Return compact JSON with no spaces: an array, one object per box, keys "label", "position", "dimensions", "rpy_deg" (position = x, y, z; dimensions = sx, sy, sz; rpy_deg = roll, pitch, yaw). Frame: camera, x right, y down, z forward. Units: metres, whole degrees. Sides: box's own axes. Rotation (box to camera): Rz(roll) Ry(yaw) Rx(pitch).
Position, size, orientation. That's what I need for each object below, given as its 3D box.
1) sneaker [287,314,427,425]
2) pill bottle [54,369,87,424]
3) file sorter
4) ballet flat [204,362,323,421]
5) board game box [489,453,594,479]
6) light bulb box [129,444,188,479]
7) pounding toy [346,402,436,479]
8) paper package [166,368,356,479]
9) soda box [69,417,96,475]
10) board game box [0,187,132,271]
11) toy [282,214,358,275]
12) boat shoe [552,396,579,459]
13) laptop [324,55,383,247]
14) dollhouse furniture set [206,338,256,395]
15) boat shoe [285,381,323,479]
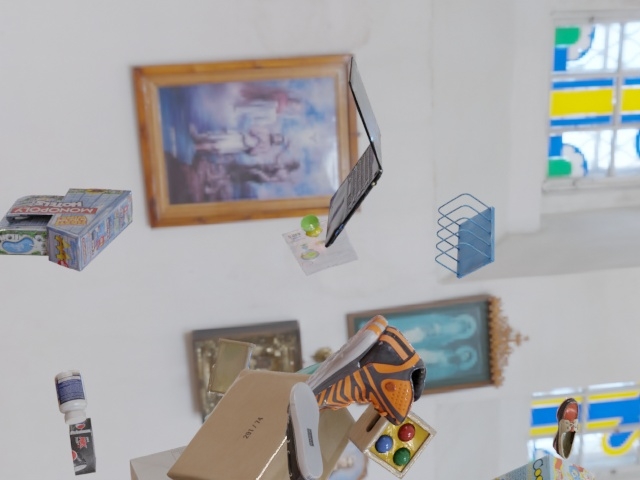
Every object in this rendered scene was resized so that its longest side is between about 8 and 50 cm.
[{"label":"sneaker","position":[0.074,0.295,1.501],"dimensions":[0.321,0.180,0.124],"rpy_deg":[-47,178,39]},{"label":"pill bottle","position":[-0.602,0.380,1.915],"dimensions":[0.067,0.067,0.120],"rpy_deg":[100,-26,-61]},{"label":"file sorter","position":[0.360,-0.016,1.987],"dimensions":[0.118,0.104,0.170],"rpy_deg":[-33,-144,42]},{"label":"ballet flat","position":[-0.138,0.488,2.280],"dimensions":[0.139,0.400,0.139],"rpy_deg":[58,-17,29]},{"label":"board game box","position":[0.508,0.637,1.888],"dimensions":[0.275,0.142,0.144],"rpy_deg":[-46,-154,47]},{"label":"light bulb box","position":[-0.344,0.798,2.282],"dimensions":[0.225,0.358,0.361],"rpy_deg":[35,-53,57]},{"label":"pounding toy","position":[0.142,0.368,1.656],"dimensions":[0.181,0.206,0.094],"rpy_deg":[-52,-154,-4]},{"label":"paper package","position":[-0.126,0.465,1.775],"dimensions":[0.325,0.310,0.168],"rpy_deg":[-53,124,-35]},{"label":"soda box","position":[-0.641,0.557,2.133],"dimensions":[0.053,0.060,0.168],"rpy_deg":[-115,-156,-52]},{"label":"board game box","position":[-0.398,-0.021,1.207],"dimensions":[0.194,0.194,0.060],"rpy_deg":[-102,-166,-66]},{"label":"toy","position":[0.000,0.000,1.858],"dimensions":[0.237,0.137,0.056],"rpy_deg":[61,13,-64]},{"label":"boat shoe","position":[0.537,0.408,1.718],"dimensions":[0.043,0.049,0.137],"rpy_deg":[-115,-148,-71]},{"label":"laptop","position":[0.037,-0.162,1.413],"dimensions":[0.264,0.137,0.234],"rpy_deg":[-54,-170,22]},{"label":"dollhouse furniture set","position":[-0.239,0.411,2.467],"dimensions":[0.242,0.212,0.161],"rpy_deg":[48,50,-68]},{"label":"boat shoe","position":[-0.029,0.259,1.067],"dimensions":[0.040,0.049,0.142],"rpy_deg":[-34,-136,29]}]
